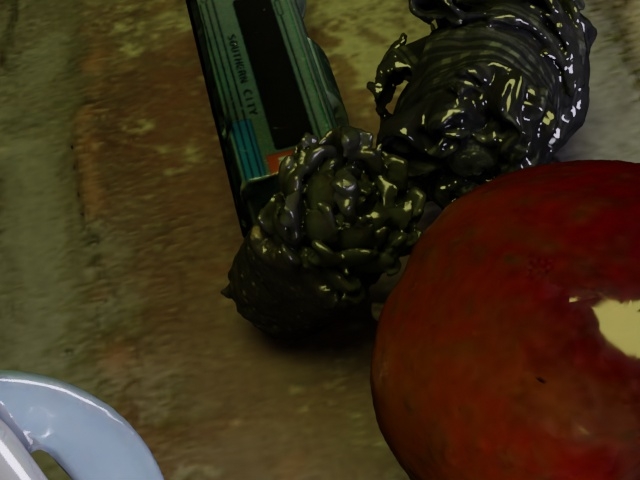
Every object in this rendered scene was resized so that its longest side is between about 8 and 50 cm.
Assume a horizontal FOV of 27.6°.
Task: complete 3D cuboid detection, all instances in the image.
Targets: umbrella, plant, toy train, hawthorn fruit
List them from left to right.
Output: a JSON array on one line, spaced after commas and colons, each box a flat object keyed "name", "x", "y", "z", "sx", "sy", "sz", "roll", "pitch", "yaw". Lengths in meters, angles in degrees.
[{"name": "toy train", "x": -0.052, "y": -0.165, "z": 0.937, "sx": 0.089, "sy": 0.086, "sz": 0.409, "roll": -15, "pitch": 50, "yaw": -1}, {"name": "plant", "x": 0.000, "y": 0.000, "z": 0.750, "sx": 0.092, "sy": 0.143, "sz": 0.094, "roll": 43, "pitch": 46, "yaw": 5}, {"name": "umbrella", "x": 0.119, "y": -0.164, "z": 0.862, "sx": 0.128, "sy": 0.154, "sz": 0.336, "roll": 30, "pitch": 55, "yaw": -15}, {"name": "hawthorn fruit", "x": 0.120, "y": 0.064, "z": 0.641, "sx": 0.250, "sy": 0.215, "sz": 0.215, "roll": 16, "pitch": 56, "yaw": 32}]

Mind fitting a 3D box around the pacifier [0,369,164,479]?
[{"name": "pacifier", "x": -0.227, "y": 0.168, "z": 0.653, "sx": 0.287, "sy": 0.238, "sz": 0.226, "roll": -41, "pitch": 26, "yaw": -17}]
